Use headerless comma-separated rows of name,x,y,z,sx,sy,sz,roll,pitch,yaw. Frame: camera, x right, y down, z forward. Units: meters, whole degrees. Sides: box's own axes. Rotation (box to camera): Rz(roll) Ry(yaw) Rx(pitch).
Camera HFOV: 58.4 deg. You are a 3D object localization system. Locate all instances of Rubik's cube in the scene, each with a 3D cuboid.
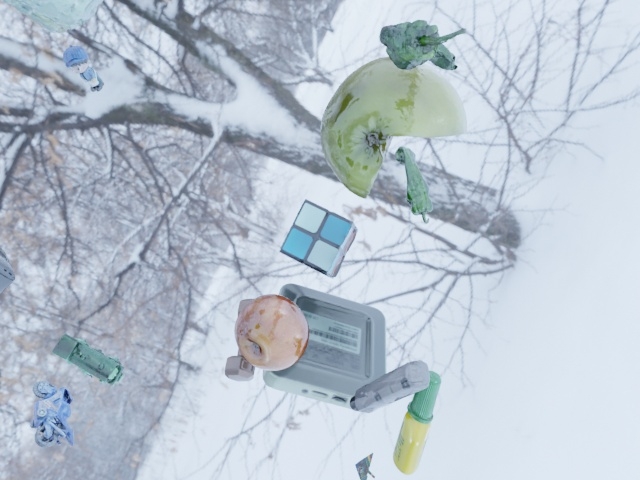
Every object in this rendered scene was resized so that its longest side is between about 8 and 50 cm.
Rubik's cube,-0.001,0.000,1.742,0.184,0.167,0.180,-65,-11,-1

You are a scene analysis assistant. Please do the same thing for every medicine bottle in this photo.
medicine bottle,0.258,0.485,1.533,0.111,0.076,0.309,-89,8,-66

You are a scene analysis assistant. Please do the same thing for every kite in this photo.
kite,0.138,0.701,1.750,0.004,0.090,0.122,-25,32,45

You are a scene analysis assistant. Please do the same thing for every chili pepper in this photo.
chili pepper,0.287,-0.176,1.752,0.100,0.074,0.257,103,160,-68
chili pepper,0.144,-0.282,0.837,0.279,0.122,0.065,-52,-31,-70

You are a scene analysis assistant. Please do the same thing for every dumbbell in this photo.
dumbbell,-0.208,0.277,1.612,0.082,0.092,0.231,-29,43,47

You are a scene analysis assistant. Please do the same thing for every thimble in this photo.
thimble,-0.531,-0.583,1.178,0.254,0.167,0.288,32,91,44

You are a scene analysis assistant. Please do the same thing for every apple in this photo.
apple,-0.129,0.234,1.442,0.162,0.201,0.201,-30,-26,-57
apple,0.129,-0.247,1.174,0.295,0.234,0.257,-33,1,28

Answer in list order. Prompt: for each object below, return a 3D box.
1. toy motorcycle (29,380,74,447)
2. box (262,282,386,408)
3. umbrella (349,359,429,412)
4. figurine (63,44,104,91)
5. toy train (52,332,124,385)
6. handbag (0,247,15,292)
toy motorcycle,-0.762,0.492,1.638,0.076,0.114,0.205,-50,47,32
box,0.025,0.318,1.747,0.373,0.366,0.091,-84,14,-49
umbrella,0.160,0.372,1.422,0.337,0.067,0.073,131,153,-53
figurine,-0.743,-0.541,1.804,0.149,0.086,0.087,53,-127,-48
toy train,-0.550,0.287,1.367,0.071,0.170,0.111,-61,4,-19
handbag,-0.678,0.062,0.878,0.275,0.178,0.302,-40,-22,-8
